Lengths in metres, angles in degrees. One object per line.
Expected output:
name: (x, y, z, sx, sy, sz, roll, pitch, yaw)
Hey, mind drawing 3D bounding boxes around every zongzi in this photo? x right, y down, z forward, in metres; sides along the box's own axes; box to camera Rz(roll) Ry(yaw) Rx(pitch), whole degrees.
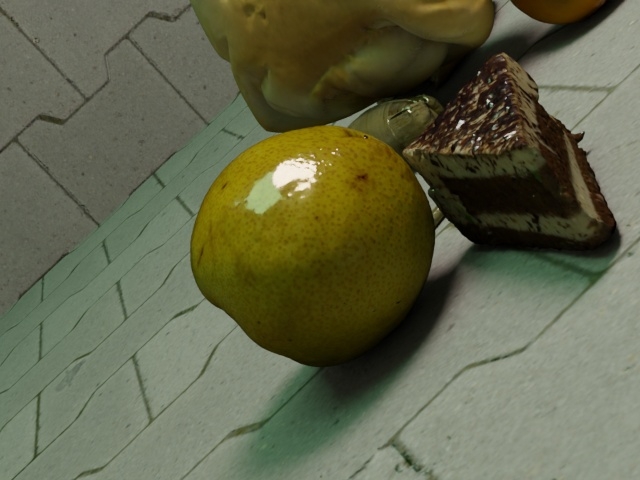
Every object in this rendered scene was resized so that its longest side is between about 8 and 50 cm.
zongzi: (0.104, -0.141, 1.515, 0.160, 0.078, 0.176, -22, 15, 40)

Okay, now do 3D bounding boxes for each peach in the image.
peach: (0.260, -0.304, 1.424, 0.138, 0.138, 0.138, -40, 14, 12)

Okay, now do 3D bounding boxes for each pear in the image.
pear: (0.000, 0.000, 1.094, 0.209, 0.209, 0.209, -40, 14, 12)

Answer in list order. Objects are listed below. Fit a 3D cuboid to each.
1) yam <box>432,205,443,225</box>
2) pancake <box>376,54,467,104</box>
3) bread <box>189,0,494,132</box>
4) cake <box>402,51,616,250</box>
yam: (0.101, -0.012, 1.241, 0.107, 0.014, 0.014, -49, 15, -25)
pancake: (0.169, -0.271, 1.757, 0.257, 0.056, 0.212, -52, 7, -7)
bread: (0.024, -0.285, 1.546, 0.424, 0.329, 0.245, -18, 66, 52)
cake: (0.140, -0.040, 1.021, 0.135, 0.112, 0.246, -41, 17, 19)
